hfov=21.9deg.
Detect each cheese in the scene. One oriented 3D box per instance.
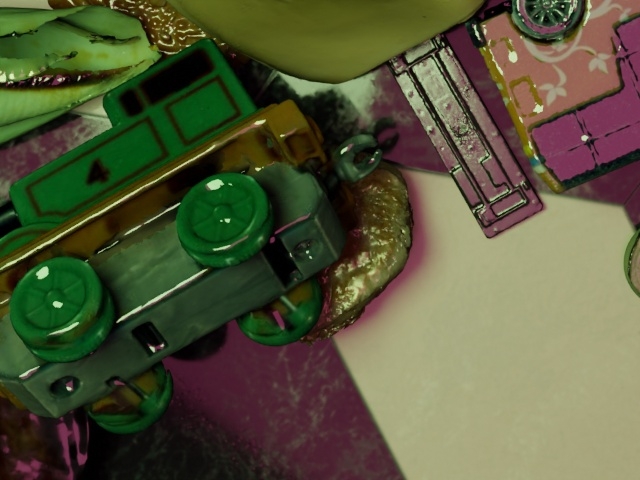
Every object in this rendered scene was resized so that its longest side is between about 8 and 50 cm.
[{"bbox_3d":[-0.028,-0.242,1.346,0.259,0.316,0.128,-26,50,38],"label":"cheese"}]

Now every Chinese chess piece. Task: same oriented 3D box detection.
[{"bbox_3d":[0.319,0.021,1.505,0.084,0.034,0.084,1,98,5],"label":"Chinese chess piece"}]

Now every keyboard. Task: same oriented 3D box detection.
[{"bbox_3d":[0.129,-0.103,1.521,0.061,0.013,0.204,-30,93,9],"label":"keyboard"}]

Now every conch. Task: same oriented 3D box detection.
[{"bbox_3d":[-0.288,-0.153,1.476,0.250,0.137,0.143,-12,132,27],"label":"conch"}]

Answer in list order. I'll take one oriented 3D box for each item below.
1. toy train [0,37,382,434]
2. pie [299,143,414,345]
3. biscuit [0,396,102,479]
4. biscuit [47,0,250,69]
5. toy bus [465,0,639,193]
[{"bbox_3d":[-0.154,-0.008,1.423,0.429,0.178,0.249,-29,55,0],"label":"toy train"},{"bbox_3d":[0.000,0.000,1.517,0.193,0.079,0.163,-36,78,6],"label":"pie"},{"bbox_3d":[-0.403,0.155,1.572,0.407,0.091,0.407,1,97,4],"label":"biscuit"},{"bbox_3d":[-0.133,-0.299,1.512,0.305,0.038,0.305,1,97,6],"label":"biscuit"},{"bbox_3d":[0.305,-0.181,1.421,0.323,0.162,0.194,-23,95,10],"label":"toy bus"}]
